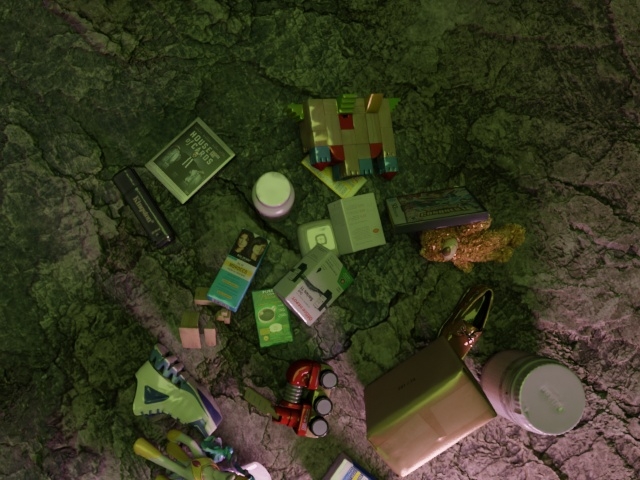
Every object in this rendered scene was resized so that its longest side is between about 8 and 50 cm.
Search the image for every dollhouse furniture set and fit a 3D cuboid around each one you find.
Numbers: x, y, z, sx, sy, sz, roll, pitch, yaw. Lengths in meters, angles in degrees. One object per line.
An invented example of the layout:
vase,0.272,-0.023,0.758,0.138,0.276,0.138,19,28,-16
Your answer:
dollhouse furniture set,-0.356,0.247,1.585,0.143,0.123,0.151,4,49,-5

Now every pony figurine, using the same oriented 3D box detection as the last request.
pony figurine,-0.318,0.695,1.405,0.363,0.351,0.303,13,40,28

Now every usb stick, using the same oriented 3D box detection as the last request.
usb stick,-0.562,-0.107,1.593,0.077,0.045,0.278,-33,88,-8

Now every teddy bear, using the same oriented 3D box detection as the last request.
teddy bear,0.487,0.015,1.587,0.337,0.245,0.113,15,51,-27

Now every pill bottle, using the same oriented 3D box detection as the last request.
pill bottle,-0.145,-0.135,1.538,0.131,0.229,0.131,0,84,-5

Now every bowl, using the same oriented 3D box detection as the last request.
bowl,0.000,0.000,1.627,0.141,0.053,0.142,-12,86,-7

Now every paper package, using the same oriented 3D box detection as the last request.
paper package,0.297,0.466,1.454,0.324,0.309,0.168,-36,95,6

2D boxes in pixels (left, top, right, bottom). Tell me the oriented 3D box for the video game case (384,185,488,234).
video game case,0.348,-0.099,1.553,0.274,0.248,0.035,-9,113,5

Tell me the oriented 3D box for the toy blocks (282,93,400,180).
toy blocks,0.090,-0.310,1.596,0.380,0.190,0.261,-8,90,-25

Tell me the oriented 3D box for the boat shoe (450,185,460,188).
boat shoe,0.490,-0.132,1.685,0.049,0.043,0.137,-44,91,-9

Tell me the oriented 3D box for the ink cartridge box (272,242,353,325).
ink cartridge box,-0.021,0.137,1.555,0.208,0.086,0.153,-45,125,-11

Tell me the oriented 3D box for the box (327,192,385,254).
box,0.115,-0.053,1.597,0.130,0.091,0.171,-13,90,-29

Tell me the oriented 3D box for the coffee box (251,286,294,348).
coffee box,-0.153,0.242,1.595,0.113,0.040,0.184,-10,86,-7

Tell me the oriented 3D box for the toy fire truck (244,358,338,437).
toy fire truck,-0.096,0.468,1.539,0.246,0.158,0.217,14,84,-14

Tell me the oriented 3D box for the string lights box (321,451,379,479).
string lights box,0.133,0.795,1.546,0.259,0.077,0.133,38,81,-1

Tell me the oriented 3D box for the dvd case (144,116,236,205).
dvd case,-0.421,-0.259,1.628,0.179,0.029,0.238,45,83,0

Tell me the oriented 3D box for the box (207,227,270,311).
box,-0.253,0.090,1.561,0.100,0.060,0.245,25,68,-2

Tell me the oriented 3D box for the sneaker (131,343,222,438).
sneaker,-0.456,0.488,1.514,0.182,0.127,0.315,-42,82,-4

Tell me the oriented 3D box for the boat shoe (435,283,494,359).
boat shoe,0.462,0.279,1.611,0.110,0.104,0.308,25,84,-4

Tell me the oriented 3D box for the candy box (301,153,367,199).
candy box,0.045,-0.228,1.665,0.206,0.027,0.105,42,80,0

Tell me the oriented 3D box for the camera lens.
camera lens,0.633,0.453,1.523,0.219,0.274,0.220,1,84,-5
